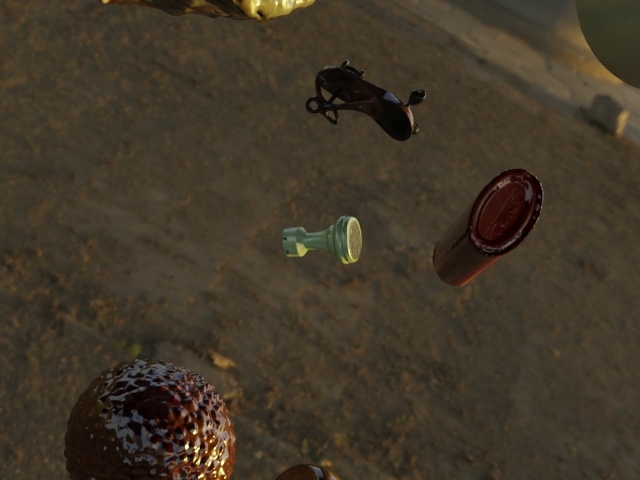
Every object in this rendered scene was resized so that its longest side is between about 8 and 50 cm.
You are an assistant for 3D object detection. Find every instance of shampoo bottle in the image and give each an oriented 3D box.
[{"bbox_3d":[0.176,-0.003,1.122,0.064,0.102,0.260,33,-12,3],"label":"shampoo bottle"}]

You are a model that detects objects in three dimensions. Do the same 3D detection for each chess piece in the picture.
[{"bbox_3d":[0.000,0.000,1.392,0.103,0.067,0.067,-2,18,20],"label":"chess piece"}]

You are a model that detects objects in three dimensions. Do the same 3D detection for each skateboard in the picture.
[{"bbox_3d":[0.052,-0.169,1.251,0.151,0.067,0.080,27,55,18],"label":"skateboard"}]

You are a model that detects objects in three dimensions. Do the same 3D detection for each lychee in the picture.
[{"bbox_3d":[-0.243,0.290,1.449,0.261,0.260,0.260,24,26,-12],"label":"lychee"}]

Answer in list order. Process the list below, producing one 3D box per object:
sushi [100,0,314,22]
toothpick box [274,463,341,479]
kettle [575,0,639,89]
[{"bbox_3d":[-0.132,-0.368,0.988,0.294,0.281,0.299,13,-3,32],"label":"sushi"},{"bbox_3d":[0.042,0.486,1.594,0.294,0.192,0.192,43,18,-28],"label":"toothpick box"},{"bbox_3d":[0.376,-0.211,0.771,0.265,0.205,0.318,-15,14,-2],"label":"kettle"}]
